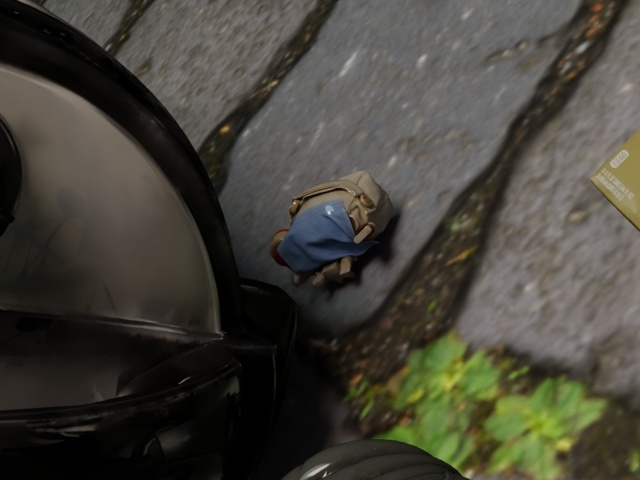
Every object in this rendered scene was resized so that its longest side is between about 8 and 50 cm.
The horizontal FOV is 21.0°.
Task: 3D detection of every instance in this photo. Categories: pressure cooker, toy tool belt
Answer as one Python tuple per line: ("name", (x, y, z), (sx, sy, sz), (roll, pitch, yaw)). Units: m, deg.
("pressure cooker", (-0.244, 0.028, 0.862), (0.370, 0.375, 0.420), (-37, 30, -11))
("toy tool belt", (0.000, 0.000, 0.945), (0.083, 0.052, 0.051), (-32, 24, 31))

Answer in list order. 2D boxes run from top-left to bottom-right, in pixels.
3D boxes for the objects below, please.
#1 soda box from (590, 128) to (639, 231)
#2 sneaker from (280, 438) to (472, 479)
("soda box", (0.175, 0.008, 0.665), (0.058, 0.061, 0.181), (-45, 28, 7))
("sneaker", (-0.025, 0.199, 0.688), (0.296, 0.104, 0.147), (-43, 26, 0))
